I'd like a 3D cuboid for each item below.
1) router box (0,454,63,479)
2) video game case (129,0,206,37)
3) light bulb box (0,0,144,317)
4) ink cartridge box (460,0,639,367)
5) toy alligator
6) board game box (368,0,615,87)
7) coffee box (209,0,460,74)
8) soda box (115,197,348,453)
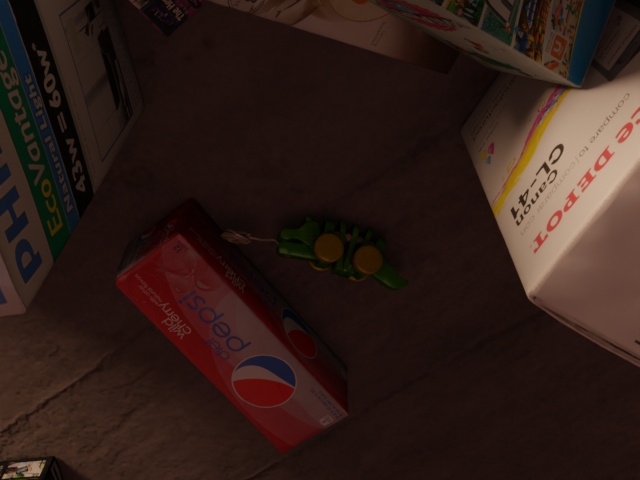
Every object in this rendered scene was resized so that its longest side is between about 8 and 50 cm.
[{"bbox_3d":[-0.394,0.307,0.974,0.178,0.133,0.046,-7,116,5],"label":"router box"},{"bbox_3d":[-0.104,-0.285,0.616,0.210,0.042,0.232,-44,147,4],"label":"video game case"},{"bbox_3d":[-0.355,-0.103,0.634,0.357,0.361,0.225,-10,117,6],"label":"light bulb box"},{"bbox_3d":[0.235,-0.087,0.661,0.131,0.306,0.226,28,114,-13],"label":"ink cartridge box"},{"bbox_3d":[0.000,0.000,0.857,0.189,0.056,0.051,17,74,-6],"label":"toy alligator"},{"bbox_3d":[0.082,-0.251,0.534,0.303,0.097,0.224,15,98,-41],"label":"board game box"},{"bbox_3d":[0.020,-0.230,0.646,0.246,0.098,0.141,6,124,-39],"label":"coffee box"},{"bbox_3d":[-0.082,0.089,0.884,0.092,0.083,0.263,-34,112,17],"label":"soda box"}]
